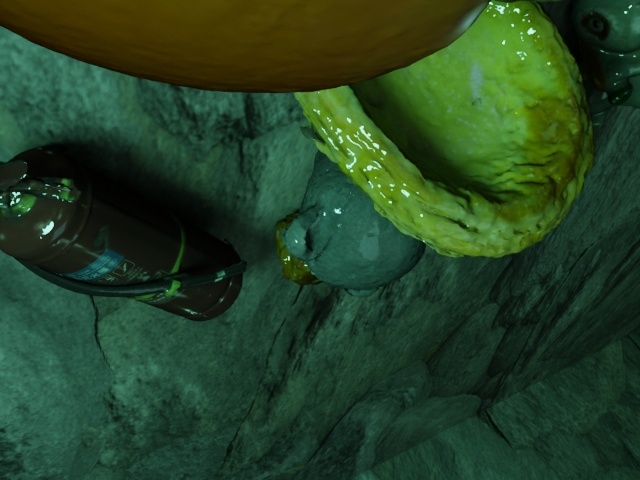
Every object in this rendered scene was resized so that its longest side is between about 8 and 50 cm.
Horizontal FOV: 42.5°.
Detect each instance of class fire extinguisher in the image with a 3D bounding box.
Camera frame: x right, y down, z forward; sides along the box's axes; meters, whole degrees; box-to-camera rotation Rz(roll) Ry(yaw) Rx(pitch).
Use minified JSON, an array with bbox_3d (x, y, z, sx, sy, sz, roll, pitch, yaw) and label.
[{"bbox_3d":[-0.181,-0.002,0.742,0.141,0.105,0.341,-7,162,22],"label":"fire extinguisher"}]

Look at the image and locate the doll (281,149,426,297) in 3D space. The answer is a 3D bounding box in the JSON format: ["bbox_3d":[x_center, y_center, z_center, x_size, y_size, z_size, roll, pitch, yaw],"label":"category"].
[{"bbox_3d":[0.087,-0.092,0.883,0.340,0.158,0.246,-58,144,-12],"label":"doll"}]

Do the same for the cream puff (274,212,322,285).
[{"bbox_3d":[0.000,0.000,0.973,0.122,0.094,0.116,-20,167,35],"label":"cream puff"}]

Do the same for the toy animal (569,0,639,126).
[{"bbox_3d":[0.343,-0.243,0.931,0.125,0.127,0.251,-22,139,4],"label":"toy animal"}]

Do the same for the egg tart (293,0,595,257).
[{"bbox_3d":[0.095,-0.115,0.701,0.294,0.294,0.123,-17,169,-28],"label":"egg tart"}]

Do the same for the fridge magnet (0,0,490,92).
[{"bbox_3d":[-0.084,-0.182,0.381,0.363,0.155,0.363,11,163,3],"label":"fridge magnet"}]

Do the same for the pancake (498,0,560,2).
[{"bbox_3d":[0.184,-0.311,0.622,0.294,0.049,0.294,-18,130,-23],"label":"pancake"}]
